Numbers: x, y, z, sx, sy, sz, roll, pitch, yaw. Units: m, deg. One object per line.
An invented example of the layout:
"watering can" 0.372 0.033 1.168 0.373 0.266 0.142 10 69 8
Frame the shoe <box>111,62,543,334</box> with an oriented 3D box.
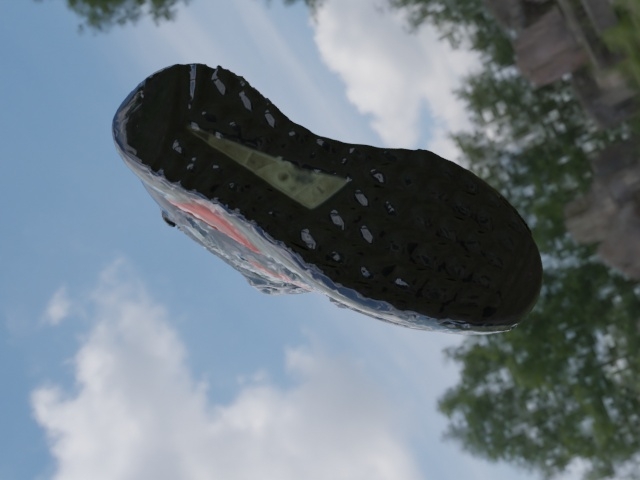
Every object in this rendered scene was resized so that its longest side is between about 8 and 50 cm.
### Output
"shoe" 0.000 0.000 0.956 0.132 0.336 0.171 -58 -15 -24
